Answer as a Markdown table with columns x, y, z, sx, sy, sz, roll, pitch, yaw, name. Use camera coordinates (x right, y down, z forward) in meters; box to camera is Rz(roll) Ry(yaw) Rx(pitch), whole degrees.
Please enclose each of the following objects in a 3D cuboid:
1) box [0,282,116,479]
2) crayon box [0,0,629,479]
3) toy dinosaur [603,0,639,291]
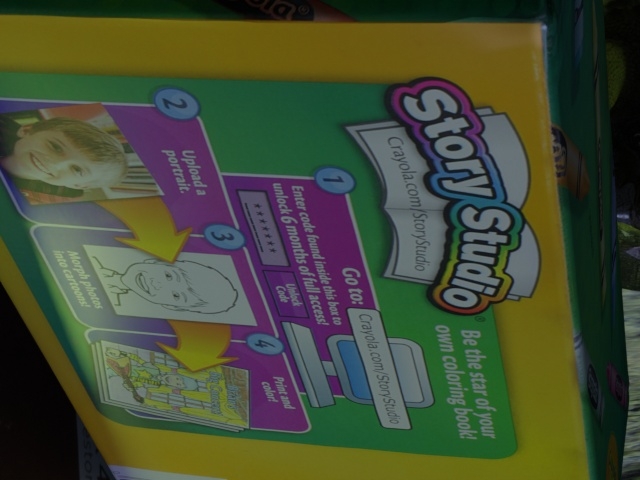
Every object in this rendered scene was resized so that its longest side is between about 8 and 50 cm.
| x | y | z | sx | sy | sz | roll | pitch | yaw | name |
| --- | --- | --- | --- | --- | --- | --- | --- | --- | --- |
| -0.195 | 0.029 | 0.572 | 0.203 | 0.168 | 0.167 | -14 | 161 | 24 | box |
| 0.000 | 0.000 | 0.481 | 0.165 | 0.081 | 0.278 | 3 | 144 | 15 | crayon box |
| 0.160 | -0.024 | 0.669 | 0.160 | 0.121 | 0.313 | 5 | 170 | 9 | toy dinosaur |
